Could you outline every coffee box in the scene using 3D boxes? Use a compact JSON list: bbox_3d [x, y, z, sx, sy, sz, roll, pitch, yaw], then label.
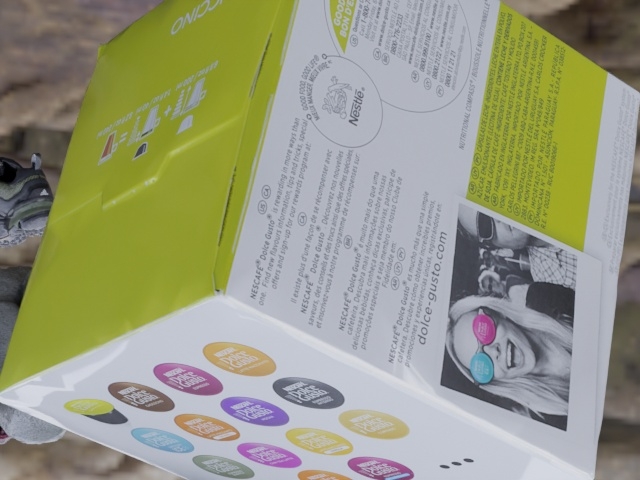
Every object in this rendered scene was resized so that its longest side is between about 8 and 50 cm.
[{"bbox_3d":[0.000,0.000,1.318,0.334,0.338,0.337,28,150,-27],"label":"coffee box"}]

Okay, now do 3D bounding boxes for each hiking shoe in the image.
[{"bbox_3d":[-0.431,-0.053,2.305,0.227,0.114,0.086,-12,171,43],"label":"hiking shoe"}]

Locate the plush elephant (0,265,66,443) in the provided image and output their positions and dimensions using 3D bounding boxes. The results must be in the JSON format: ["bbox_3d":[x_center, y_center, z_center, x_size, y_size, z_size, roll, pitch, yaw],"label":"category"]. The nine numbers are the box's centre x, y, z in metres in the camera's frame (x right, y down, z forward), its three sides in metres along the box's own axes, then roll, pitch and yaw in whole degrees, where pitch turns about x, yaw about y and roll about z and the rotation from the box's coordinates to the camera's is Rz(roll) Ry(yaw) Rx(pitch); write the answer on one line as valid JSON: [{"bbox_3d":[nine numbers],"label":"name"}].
[{"bbox_3d":[-0.253,0.118,1.687,0.255,0.330,0.272,4,136,-33],"label":"plush elephant"}]
